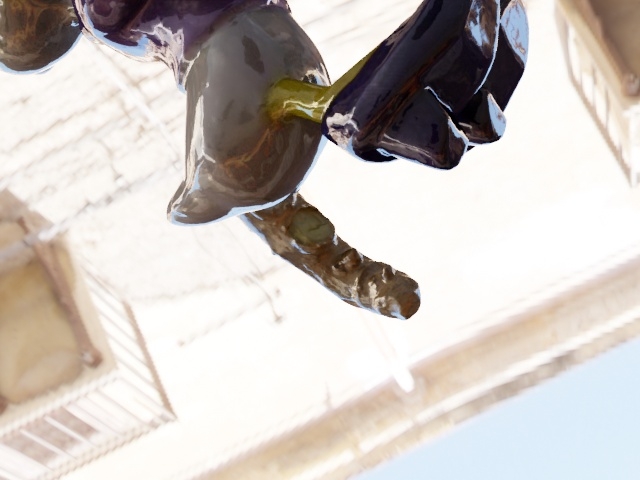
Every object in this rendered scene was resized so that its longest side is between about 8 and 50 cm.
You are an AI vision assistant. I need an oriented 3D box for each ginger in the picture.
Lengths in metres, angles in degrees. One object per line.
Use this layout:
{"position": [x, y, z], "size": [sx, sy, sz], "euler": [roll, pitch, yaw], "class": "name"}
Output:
{"position": [0.001, 0.002, 1.055], "size": [0.173, 0.069, 0.051], "euler": [33, -117, 6], "class": "ginger"}

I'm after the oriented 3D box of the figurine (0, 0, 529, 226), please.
{"position": [-0.083, -0.116, 0.846], "size": [0.421, 0.154, 0.193], "euler": [26, -81, 27], "class": "figurine"}
